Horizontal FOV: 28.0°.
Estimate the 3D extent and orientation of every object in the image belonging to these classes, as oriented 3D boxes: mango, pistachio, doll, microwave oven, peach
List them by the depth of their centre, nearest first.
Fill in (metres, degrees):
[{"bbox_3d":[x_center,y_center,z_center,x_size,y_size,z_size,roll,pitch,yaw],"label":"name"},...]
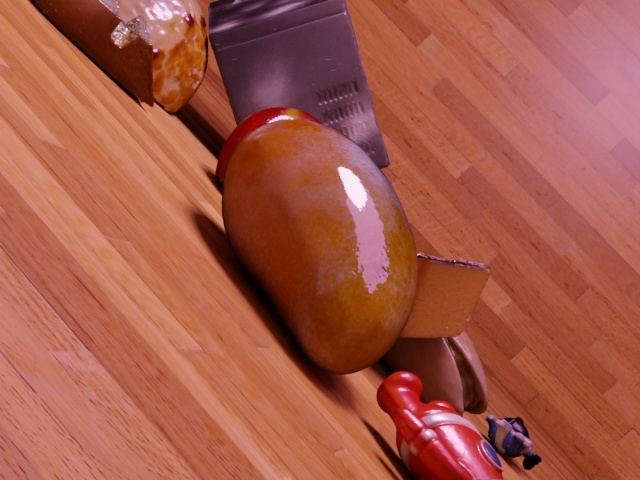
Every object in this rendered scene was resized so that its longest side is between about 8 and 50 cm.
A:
[{"bbox_3d":[0.170,0.258,1.284,0.200,0.105,0.336,43,5,-39],"label":"doll"},{"bbox_3d":[0.000,0.000,1.458,0.221,0.199,0.384,52,13,-37],"label":"mango"},{"bbox_3d":[0.157,0.167,1.860,0.226,0.136,0.136,54,8,27],"label":"pistachio"},{"bbox_3d":[-0.064,-0.083,1.932,0.190,0.226,0.196,16,42,3],"label":"peach"},{"bbox_3d":[0.335,0.345,2.240,0.096,0.070,0.195,32,-11,32],"label":"doll"},{"bbox_3d":[-0.047,-0.284,2.325,0.432,0.236,0.374,-104,178,-71],"label":"microwave oven"}]

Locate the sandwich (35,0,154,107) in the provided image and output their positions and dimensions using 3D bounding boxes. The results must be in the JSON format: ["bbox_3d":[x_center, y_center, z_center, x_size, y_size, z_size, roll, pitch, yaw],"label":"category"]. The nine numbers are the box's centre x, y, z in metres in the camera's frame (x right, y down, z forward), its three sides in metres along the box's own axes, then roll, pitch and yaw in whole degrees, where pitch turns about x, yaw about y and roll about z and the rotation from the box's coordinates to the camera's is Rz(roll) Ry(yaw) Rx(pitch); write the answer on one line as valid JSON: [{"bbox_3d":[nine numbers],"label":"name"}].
[{"bbox_3d":[-0.304,-0.301,1.838,0.244,0.088,0.090,44,9,-29],"label":"sandwich"}]

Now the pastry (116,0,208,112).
[{"bbox_3d":[-0.267,-0.349,2.105,0.237,0.170,0.256,43,10,-10],"label":"pastry"}]

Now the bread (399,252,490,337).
[{"bbox_3d":[0.084,0.033,1.755,0.240,0.135,0.178,8,26,-29],"label":"bread"}]
